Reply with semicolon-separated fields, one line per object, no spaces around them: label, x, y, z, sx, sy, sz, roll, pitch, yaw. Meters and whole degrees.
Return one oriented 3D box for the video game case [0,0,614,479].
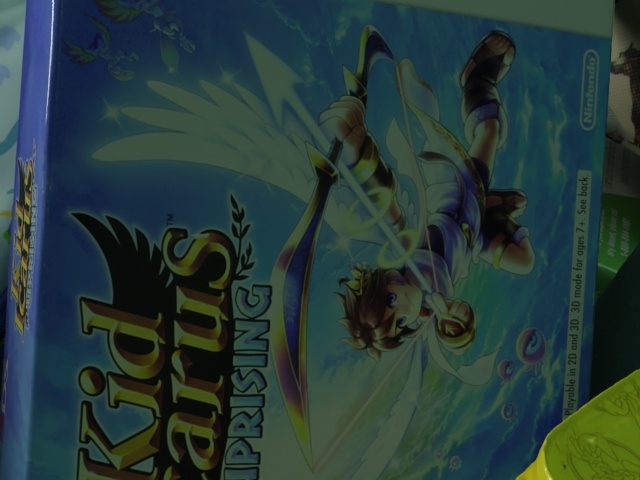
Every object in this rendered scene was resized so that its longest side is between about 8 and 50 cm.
video game case;0.000;0.000;0.513;0.244;0.270;0.061;3;0;-23

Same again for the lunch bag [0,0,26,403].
lunch bag;-0.174;-0.037;0.578;0.219;0.176;0.090;35;-10;26

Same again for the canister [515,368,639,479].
canister;0.094;0.135;0.422;0.073;0.170;0.126;35;33;28

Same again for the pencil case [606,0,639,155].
pencil case;0.155;-0.128;0.660;0.410;0.183;0.160;33;58;15

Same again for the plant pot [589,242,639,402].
plant pot;0.258;0.115;0.493;0.247;0.248;0.252;9;44;-16

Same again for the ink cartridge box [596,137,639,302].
ink cartridge box;0.034;-0.026;0.717;0.278;0.117;0.201;21;29;4
